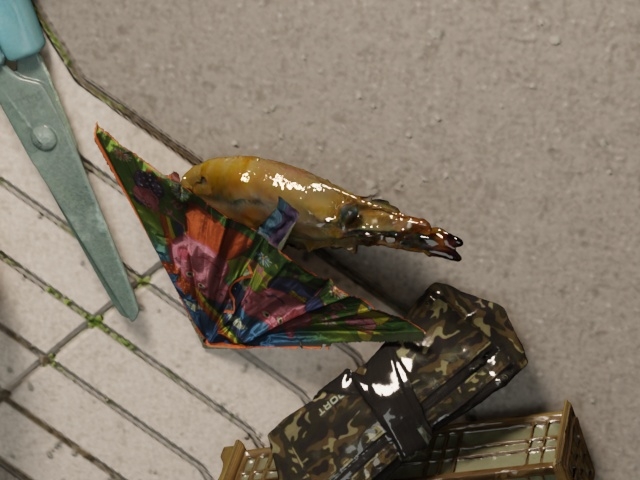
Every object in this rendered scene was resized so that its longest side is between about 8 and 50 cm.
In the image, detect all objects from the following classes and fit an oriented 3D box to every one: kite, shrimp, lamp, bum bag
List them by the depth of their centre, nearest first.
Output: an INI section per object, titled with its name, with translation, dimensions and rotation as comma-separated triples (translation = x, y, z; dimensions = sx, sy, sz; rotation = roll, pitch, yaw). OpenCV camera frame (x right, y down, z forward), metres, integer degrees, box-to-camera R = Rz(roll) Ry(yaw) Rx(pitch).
[shrimp]
translation = 0.004, -0.008, 1.602
dimensions = 0.262, 0.066, 0.117
rotation = 17, 138, 23
[bum bag]
translation = 0.057, 0.136, 1.610
dimensions = 0.248, 0.069, 0.102
rotation = -41, 89, -6
[kite]
translation = -0.069, 0.025, 1.628
dimensions = 0.321, 0.016, 0.234
rotation = 33, 143, 2
[lamp]
translation = 0.068, 0.214, 1.673
dimensions = 0.325, 0.089, 0.090
rotation = -8, 122, 20

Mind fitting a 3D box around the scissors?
[scissors]
translation = -0.247, -0.124, 1.632
dimensions = 0.193, 0.029, 0.447
rotation = -15, 110, 23
